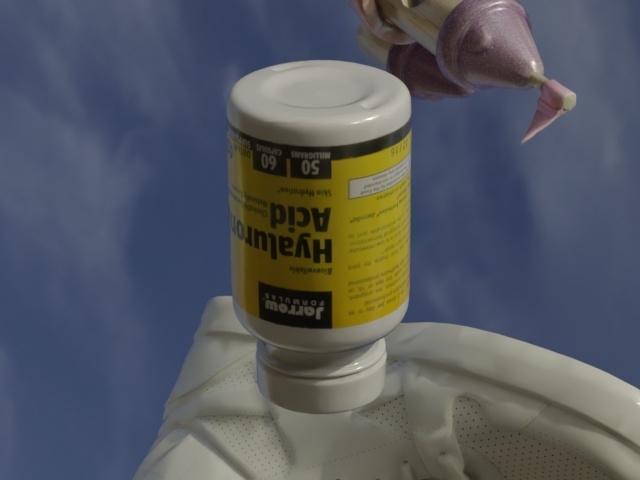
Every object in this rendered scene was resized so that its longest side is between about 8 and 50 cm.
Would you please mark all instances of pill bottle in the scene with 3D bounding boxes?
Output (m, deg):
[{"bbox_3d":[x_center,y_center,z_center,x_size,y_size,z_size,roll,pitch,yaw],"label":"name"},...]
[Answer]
[{"bbox_3d":[0.000,0.000,0.690,0.065,0.065,0.116,9,-63,20],"label":"pill bottle"}]

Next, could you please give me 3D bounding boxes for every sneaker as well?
[{"bbox_3d":[0.024,0.127,0.919,0.293,0.169,0.108,4,-30,44],"label":"sneaker"}]

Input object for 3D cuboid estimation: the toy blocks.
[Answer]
[{"bbox_3d":[0.141,-0.193,1.063,0.260,0.288,0.309,40,-8,45],"label":"toy blocks"}]
